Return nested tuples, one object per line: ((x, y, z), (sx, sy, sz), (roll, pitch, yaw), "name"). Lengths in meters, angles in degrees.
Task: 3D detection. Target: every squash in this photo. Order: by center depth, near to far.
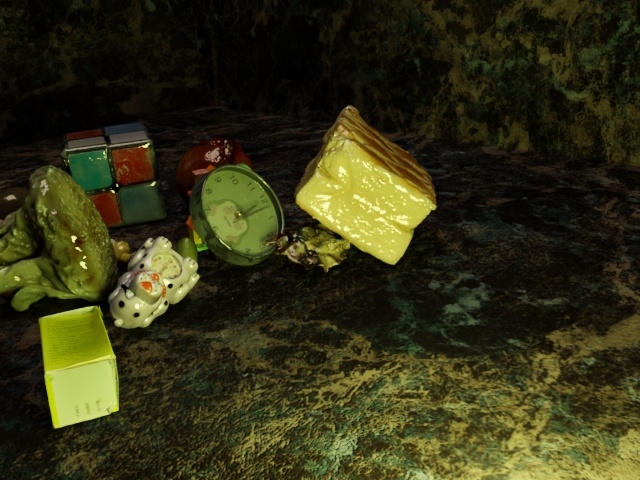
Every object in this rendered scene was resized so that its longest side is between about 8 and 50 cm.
((-0.410, 0.052, 1.910), (0.069, 0.069, 0.239), (-6, 23, -8), "squash")

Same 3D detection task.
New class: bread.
((0.144, -0.171, 1.930), (0.390, 0.279, 0.371), (36, 24, -8), "bread")

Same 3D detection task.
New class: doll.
((-0.588, 0.051, 1.912), (0.291, 0.086, 0.117), (11, -14, 34), "doll")

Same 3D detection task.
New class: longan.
((-1.028, -0.082, 2.122), (0.196, 0.197, 0.220), (-23, -12, -40), "longan")

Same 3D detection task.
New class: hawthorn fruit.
((-0.371, -0.214, 2.275), (0.315, 0.316, 0.316), (-2, 23, 1), "hawthorn fruit")

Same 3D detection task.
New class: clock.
((-0.454, 0.128, 1.629), (0.188, 0.189, 0.254), (5, 30, 17), "clock")
((-0.246, -0.082, 1.913), (0.066, 0.319, 0.319), (-29, 2, 41), "clock")
((-0.331, -0.120, 2.063), (0.219, 0.256, 0.106), (-13, 25, -26), "clock")

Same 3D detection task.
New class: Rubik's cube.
((-0.764, -0.239, 2.322), (0.313, 0.319, 0.316), (-12, 24, -17), "Rubik's cube")

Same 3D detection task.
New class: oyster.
((0.009, -0.001, 1.922), (0.221, 0.096, 0.361), (37, 34, 28), "oyster")

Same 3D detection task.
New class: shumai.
((-0.749, 0.024, 1.681), (0.323, 0.398, 0.324), (-22, 21, -1), "shumai")

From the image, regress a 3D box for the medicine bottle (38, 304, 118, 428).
((-0.516, 0.261, 1.335), (0.141, 0.137, 0.250), (-12, 26, -22), "medicine bottle")

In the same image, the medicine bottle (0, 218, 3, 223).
((-0.967, 0.010, 1.886), (0.247, 0.147, 0.147), (23, 26, 2), "medicine bottle")
